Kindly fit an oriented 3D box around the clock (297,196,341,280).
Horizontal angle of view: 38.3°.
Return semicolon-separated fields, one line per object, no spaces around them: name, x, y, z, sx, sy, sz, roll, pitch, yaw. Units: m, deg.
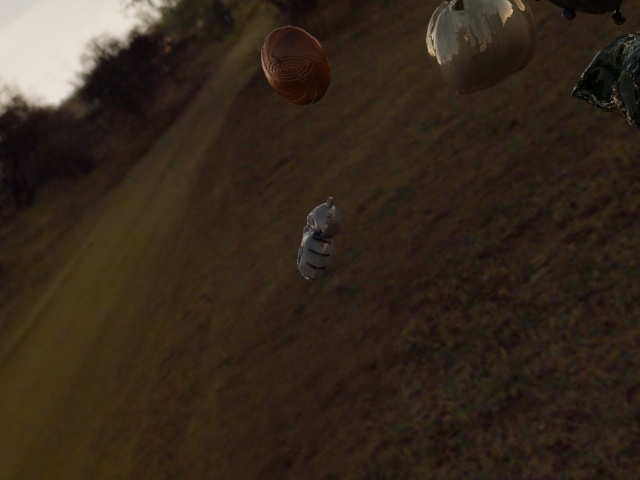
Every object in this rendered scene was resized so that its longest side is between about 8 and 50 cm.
clock;-0.001;0.000;2.018;0.117;0.080;0.176;115;167;-74

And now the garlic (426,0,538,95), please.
garlic;0.312;-0.393;1.722;0.281;0.203;0.185;-28;16;-35

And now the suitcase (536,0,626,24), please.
suitcase;0.590;-0.663;2.005;0.152;0.335;0.229;15;8;35

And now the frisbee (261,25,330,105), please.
frisbee;-0.063;-0.399;2.136;0.192;0.192;0.035;-26;12;45

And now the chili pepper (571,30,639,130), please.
chili pepper;0.541;-0.277;1.575;0.148;0.116;0.264;-57;6;9
